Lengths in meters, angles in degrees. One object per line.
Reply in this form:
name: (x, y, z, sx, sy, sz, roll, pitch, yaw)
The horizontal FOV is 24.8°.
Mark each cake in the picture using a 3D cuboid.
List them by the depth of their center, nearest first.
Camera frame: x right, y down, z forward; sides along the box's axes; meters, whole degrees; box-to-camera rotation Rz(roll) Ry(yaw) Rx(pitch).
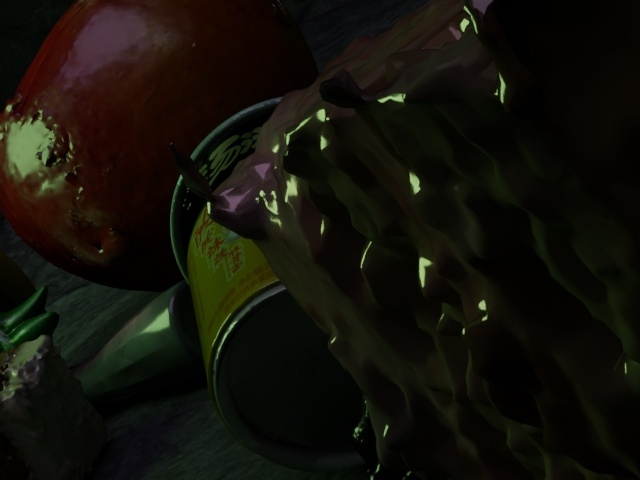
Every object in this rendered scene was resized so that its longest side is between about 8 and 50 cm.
cake: (0.169, -0.003, 0.542, 0.293, 0.314, 0.307, -37, 6, -19)
cake: (-0.276, 0.179, 1.271, 0.147, 0.134, 0.135, -21, 18, 14)

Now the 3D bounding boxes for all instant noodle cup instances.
instant noodle cup: (-0.004, 0.037, 1.011, 0.215, 0.215, 0.236, -31, 25, 12)

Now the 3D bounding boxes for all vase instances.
vase: (-0.171, 0.112, 1.350, 0.214, 0.086, 0.086, -29, 15, 38)

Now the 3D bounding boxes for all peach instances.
peach: (-0.176, -0.117, 1.566, 0.370, 0.370, 0.370, -32, 15, 10)

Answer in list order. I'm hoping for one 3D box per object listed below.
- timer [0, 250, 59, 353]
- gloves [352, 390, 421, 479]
timer: (-0.362, 0.109, 1.438, 0.285, 0.285, 0.285, -32, 15, 10)
gloves: (0.064, 0.058, 0.807, 0.106, 0.181, 0.129, 3, -39, -41)
